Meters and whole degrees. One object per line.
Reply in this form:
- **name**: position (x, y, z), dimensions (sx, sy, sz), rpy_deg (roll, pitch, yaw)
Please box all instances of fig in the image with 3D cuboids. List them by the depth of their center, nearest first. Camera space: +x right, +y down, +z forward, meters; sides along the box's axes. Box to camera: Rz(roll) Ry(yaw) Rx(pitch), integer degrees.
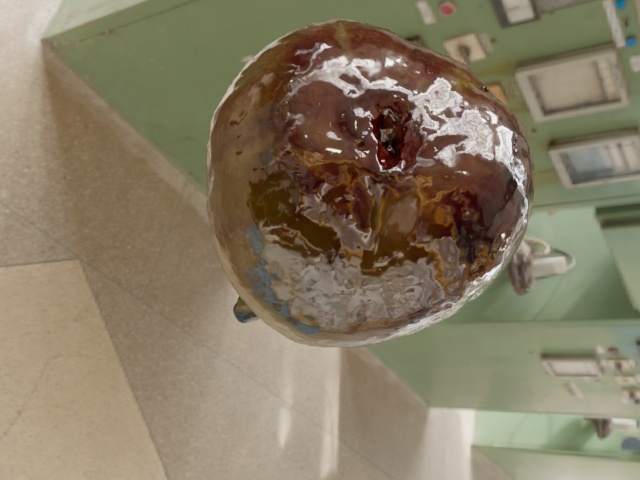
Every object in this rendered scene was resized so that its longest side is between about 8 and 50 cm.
- **fig**: position (-0.001, 0.001, 0.433), dimensions (0.170, 0.274, 0.145), rpy_deg (24, 55, -10)
